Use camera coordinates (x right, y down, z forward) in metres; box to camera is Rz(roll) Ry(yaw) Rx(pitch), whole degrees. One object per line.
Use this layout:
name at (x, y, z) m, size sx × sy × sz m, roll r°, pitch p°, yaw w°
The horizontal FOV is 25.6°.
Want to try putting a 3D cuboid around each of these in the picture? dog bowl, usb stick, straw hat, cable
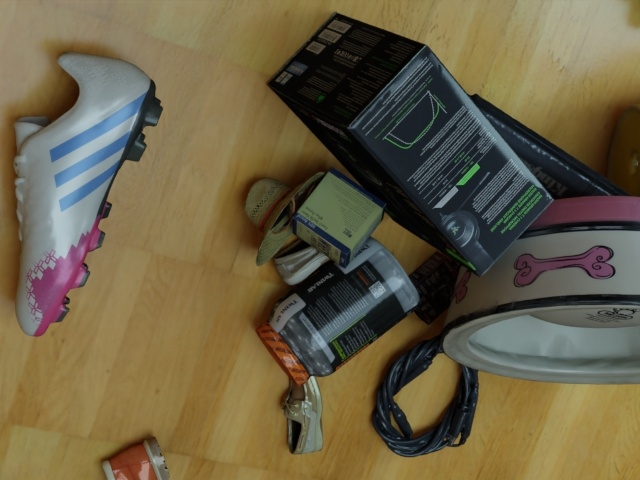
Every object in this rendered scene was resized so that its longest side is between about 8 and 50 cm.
dog bowl at (0.354, 0.067, 1.771) m, size 0.408 × 0.408 × 0.150 m, roll 13°, pitch 69°, yaw -27°
usb stick at (0.286, -0.093, 1.792) m, size 0.278 × 0.077 × 0.045 m, roll 33°, pitch 59°, yaw -2°
straw hat at (-0.060, -0.043, 1.717) m, size 0.061 × 0.144 × 0.144 m, roll 36°, pitch 91°, yaw 9°
cable at (0.146, 0.204, 1.911) m, size 0.150 × 0.047 × 0.184 m, roll 4°, pitch 108°, yaw -20°

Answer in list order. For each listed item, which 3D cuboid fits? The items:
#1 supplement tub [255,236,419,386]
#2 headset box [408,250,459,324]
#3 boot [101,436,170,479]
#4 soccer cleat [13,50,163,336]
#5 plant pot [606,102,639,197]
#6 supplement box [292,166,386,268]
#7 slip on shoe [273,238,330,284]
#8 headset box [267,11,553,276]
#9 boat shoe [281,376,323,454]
supplement tub at (0.020, 0.091, 1.771) m, size 0.190 × 0.117 × 0.117 m, roll -36°, pitch 118°, yaw -9°
headset box at (0.152, 0.060, 1.866) m, size 0.083 × 0.032 × 0.062 m, roll -42°, pitch 119°, yaw -7°
boot at (-0.224, 0.333, 1.785) m, size 0.085 × 0.059 × 0.158 m, roll -21°, pitch 106°, yaw -13°
soccer cleat at (-0.300, -0.058, 1.597) m, size 0.143 × 0.116 × 0.331 m, roll 23°, pitch 95°, yaw -12°
plant pot at (0.520, -0.093, 1.870) m, size 0.239 × 0.254 × 0.254 m, roll 5°, pitch 106°, yaw -8°
supplement box at (0.022, -0.027, 1.725) m, size 0.083 × 0.056 × 0.083 m, roll 34°, pitch 73°, yaw 10°
slip on shoe at (0.000, 0.000, 1.770) m, size 0.135 × 0.051 × 0.041 m, roll -37°, pitch 115°, yaw -4°
headset box at (0.109, -0.112, 1.669) m, size 0.131 × 0.246 × 0.283 m, roll -47°, pitch 120°, yaw -4°
boat shoe at (-0.026, 0.221, 1.833) m, size 0.045 × 0.050 × 0.135 m, roll -16°, pitch 113°, yaw -24°
